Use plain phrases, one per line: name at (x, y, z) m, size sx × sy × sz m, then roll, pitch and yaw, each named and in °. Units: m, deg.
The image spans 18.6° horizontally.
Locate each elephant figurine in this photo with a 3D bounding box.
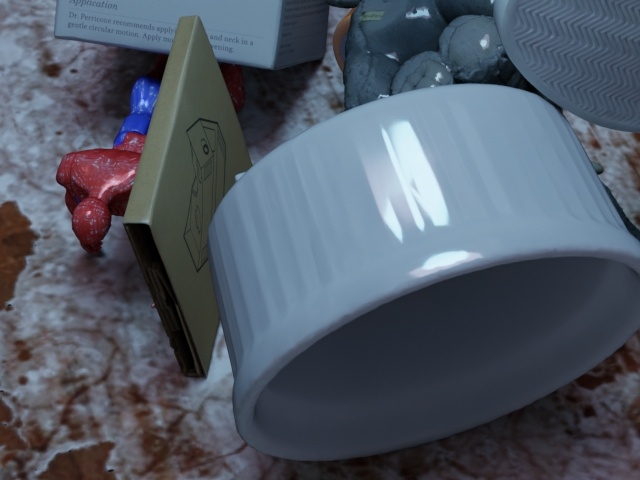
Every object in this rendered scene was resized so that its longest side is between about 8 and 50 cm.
elephant figurine at (0.125, -0.079, 1.429) m, size 0.169 × 0.239 × 0.186 m, roll -17°, pitch 48°, yaw 32°

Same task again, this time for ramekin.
ramekin at (0.062, 0.020, 1.233) m, size 0.277 × 0.277 × 0.135 m, roll -14°, pitch 65°, yaw -11°

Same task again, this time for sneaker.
sneaker at (0.213, -0.152, 1.286) m, size 0.293 × 0.108 × 0.169 m, roll 13°, pitch 31°, yaw -30°

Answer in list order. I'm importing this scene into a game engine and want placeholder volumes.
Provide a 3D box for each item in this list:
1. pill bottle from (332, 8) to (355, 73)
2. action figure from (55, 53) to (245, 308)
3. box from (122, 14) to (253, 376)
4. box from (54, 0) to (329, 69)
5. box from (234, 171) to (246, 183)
pill bottle at (0.112, -0.209, 1.579) m, size 0.130 × 0.130 × 0.245 m, roll 25°, pitch 52°, yaw 25°
action figure at (-0.129, -0.035, 1.459) m, size 0.092 × 0.139 × 0.280 m, roll 7°, pitch 24°, yaw 12°
box at (-0.090, -0.032, 1.382) m, size 0.021 × 0.164 × 0.201 m, roll -1°, pitch 48°, yaw 14°
box at (-0.094, -0.209, 1.542) m, size 0.181 × 0.119 × 0.182 m, roll 10°, pitch 11°, yaw 12°
box at (0.000, 0.000, 1.396) m, size 0.101 × 0.102 × 0.087 m, roll -18°, pitch 49°, yaw -16°
